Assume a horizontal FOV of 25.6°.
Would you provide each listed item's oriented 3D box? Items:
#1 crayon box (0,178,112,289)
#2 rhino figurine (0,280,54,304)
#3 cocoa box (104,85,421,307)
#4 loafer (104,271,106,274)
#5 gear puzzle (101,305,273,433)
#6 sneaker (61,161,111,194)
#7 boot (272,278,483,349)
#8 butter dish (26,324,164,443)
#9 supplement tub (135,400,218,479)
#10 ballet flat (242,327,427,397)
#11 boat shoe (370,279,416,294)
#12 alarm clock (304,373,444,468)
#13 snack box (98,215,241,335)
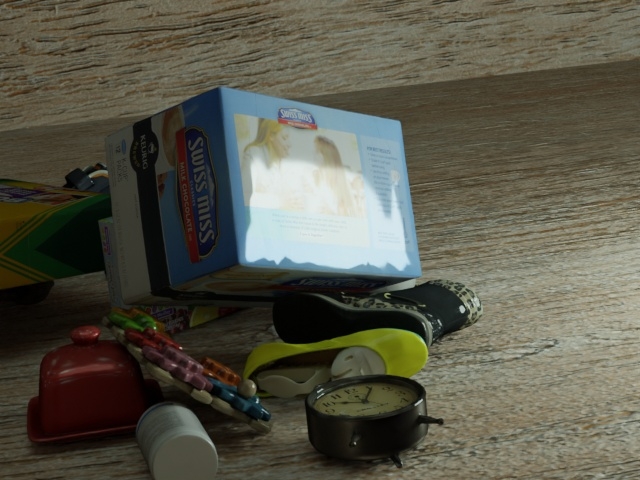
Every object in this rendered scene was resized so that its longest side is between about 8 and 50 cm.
[{"bbox_3d":[-0.487,-0.016,2.057,0.363,0.106,0.313,9,12,42],"label":"crayon box"},{"bbox_3d":[-0.486,0.052,2.206,0.106,0.073,0.243,-1,10,-23],"label":"rhino figurine"},{"bbox_3d":[-0.069,-0.044,1.839,0.228,0.231,0.347,-17,-15,41],"label":"cocoa box"},{"bbox_3d":[-0.318,-0.004,2.346,0.080,0.078,0.220,-6,15,-3],"label":"loafer"},{"bbox_3d":[-0.164,0.130,1.656,0.175,0.044,0.339,31,-1,-25],"label":"gear puzzle"},{"bbox_3d":[-0.440,-0.070,2.561,0.321,0.127,0.126,-14,18,-25],"label":"sneaker"},{"bbox_3d":[0.076,0.098,1.824,0.236,0.085,0.178,5,13,35],"label":"boot"},{"bbox_3d":[-0.267,0.157,1.636,0.159,0.118,0.160,-8,15,-9],"label":"butter dish"},{"bbox_3d":[-0.150,0.215,1.465,0.071,0.071,0.107,-9,15,-14],"label":"supplement tub"},{"bbox_3d":[0.011,0.153,1.648,0.231,0.077,0.077,-6,20,24],"label":"ballet flat"},{"bbox_3d":[0.040,0.023,2.065,0.113,0.103,0.302,-15,17,-33],"label":"boat shoe"},{"bbox_3d":[0.042,0.186,1.518,0.129,0.064,0.192,-11,18,-21],"label":"alarm clock"},{"bbox_3d":[-0.200,0.033,1.975,0.070,0.175,0.207,7,19,44],"label":"snack box"}]
